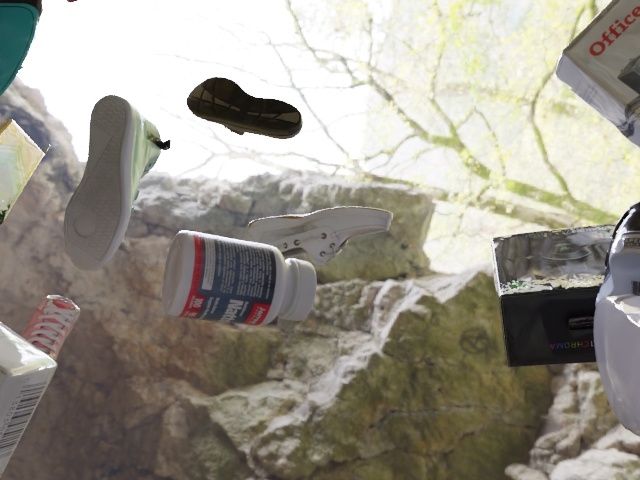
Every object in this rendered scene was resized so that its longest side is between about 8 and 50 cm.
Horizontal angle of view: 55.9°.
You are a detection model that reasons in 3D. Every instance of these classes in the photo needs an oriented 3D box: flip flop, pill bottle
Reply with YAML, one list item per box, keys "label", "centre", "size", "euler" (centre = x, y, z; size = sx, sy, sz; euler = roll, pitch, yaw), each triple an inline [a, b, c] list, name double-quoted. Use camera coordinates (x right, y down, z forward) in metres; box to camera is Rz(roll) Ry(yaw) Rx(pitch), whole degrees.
- label: "flip flop"
  centre: [-0.159, -0.259, 1.247]
  size: [0.112, 0.277, 0.080]
  euler: [-61, -20, -25]
- label: "pill bottle"
  centre: [-0.102, 0.053, 0.774]
  size: [0.108, 0.180, 0.108]
  euler: [-36, 49, 57]

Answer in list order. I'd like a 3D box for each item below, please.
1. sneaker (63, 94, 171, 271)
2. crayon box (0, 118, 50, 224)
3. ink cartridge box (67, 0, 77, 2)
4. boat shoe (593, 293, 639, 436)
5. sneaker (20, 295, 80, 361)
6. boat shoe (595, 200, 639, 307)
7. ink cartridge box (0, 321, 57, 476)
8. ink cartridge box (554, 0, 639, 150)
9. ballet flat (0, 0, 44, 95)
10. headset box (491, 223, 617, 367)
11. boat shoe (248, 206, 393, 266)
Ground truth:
- label: "sneaker"
  centre: [-0.299, -0.077, 0.922]
  size: [0.151, 0.094, 0.256]
  euler: [14, -92, -81]
- label: "crayon box"
  centre: [-0.554, -0.072, 0.932]
  size: [0.083, 0.203, 0.323]
  euler: [54, -174, -29]
- label: "ink cartridge box"
  centre: [-0.108, -0.215, 0.357]
  size: [0.056, 0.135, 0.099]
  euler: [60, 165, 19]
- label: "boat shoe"
  centre: [0.340, 0.104, 0.478]
  size: [0.340, 0.158, 0.127]
  euler: [-1, -94, -82]
- label: "sneaker"
  centre: [-0.313, 0.105, 0.686]
  size: [0.070, 0.051, 0.134]
  euler: [-58, 19, 10]
- label: "boat shoe"
  centre: [0.349, 0.027, 0.665]
  size: [0.228, 0.080, 0.076]
  euler: [47, -122, -53]
- label: "ink cartridge box"
  centre: [-0.331, 0.117, 0.455]
  size: [0.181, 0.224, 0.056]
  euler: [-62, -19, 3]
- label: "ink cartridge box"
  centre: [0.367, -0.162, 0.586]
  size: [0.158, 0.218, 0.092]
  euler: [-46, -15, 11]
- label: "ballet flat"
  centre: [-0.444, -0.363, 0.803]
  size: [0.409, 0.147, 0.147]
  euler: [-46, 14, 38]
- label: "headset box"
  centre: [0.418, 0.087, 0.999]
  size: [0.283, 0.246, 0.131]
  euler: [-57, -41, -66]
- label: "boat shoe"
  centre: [0.000, 0.000, 1.093]
  size: [0.098, 0.276, 0.096]
  euler: [24, -119, -63]
